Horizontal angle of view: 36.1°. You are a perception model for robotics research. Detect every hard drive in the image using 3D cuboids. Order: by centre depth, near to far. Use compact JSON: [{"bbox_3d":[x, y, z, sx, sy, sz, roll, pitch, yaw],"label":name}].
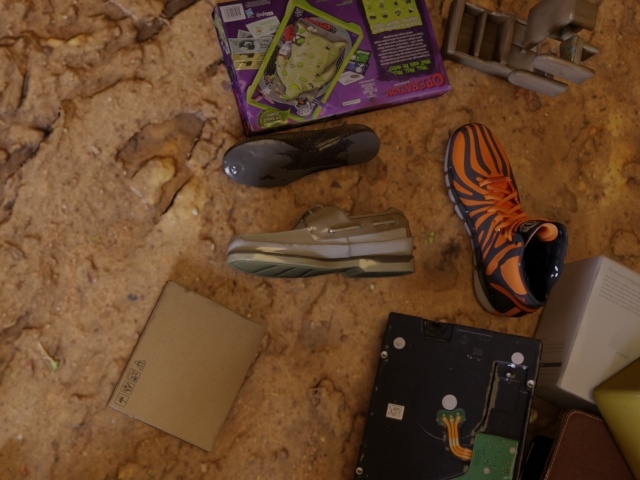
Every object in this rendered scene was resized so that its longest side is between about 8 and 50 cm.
[{"bbox_3d":[0.183,0.292,1.444,0.237,0.064,0.338,9,76,15],"label":"hard drive"}]

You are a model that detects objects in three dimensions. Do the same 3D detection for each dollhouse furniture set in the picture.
[{"bbox_3d":[0.318,-0.347,1.548,0.161,0.242,0.212,17,76,-15],"label":"dollhouse furniture set"}]

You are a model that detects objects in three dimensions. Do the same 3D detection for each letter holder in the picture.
[{"bbox_3d":[0.434,0.407,1.517,0.302,0.152,0.214,29,72,-12],"label":"letter holder"}]

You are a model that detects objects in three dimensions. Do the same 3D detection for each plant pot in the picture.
[{"bbox_3d":[0.566,0.255,1.413,0.212,0.187,0.212,-28,90,-23],"label":"plant pot"}]

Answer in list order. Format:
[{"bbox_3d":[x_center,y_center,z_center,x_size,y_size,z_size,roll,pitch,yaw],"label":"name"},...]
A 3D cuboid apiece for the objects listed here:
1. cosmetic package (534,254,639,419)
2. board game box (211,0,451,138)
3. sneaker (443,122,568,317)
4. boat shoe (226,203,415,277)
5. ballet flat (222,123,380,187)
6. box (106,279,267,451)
[{"bbox_3d":[0.472,0.175,1.570,0.224,0.138,0.224,27,75,-13],"label":"cosmetic package"},{"bbox_3d":[0.021,-0.297,1.549,0.347,0.056,0.208,-14,82,-19],"label":"board game box"},{"bbox_3d":[0.300,-0.043,1.527,0.125,0.180,0.321,-14,86,-20],"label":"sneaker"},{"bbox_3d":[0.000,0.000,1.466,0.302,0.113,0.103,2,79,-28],"label":"boat shoe"},{"bbox_3d":[-0.031,-0.138,1.505,0.250,0.058,0.084,-12,121,-14],"label":"ballet flat"},{"bbox_3d":[-0.189,0.181,1.416,0.164,0.021,0.201,28,74,-12],"label":"box"}]
